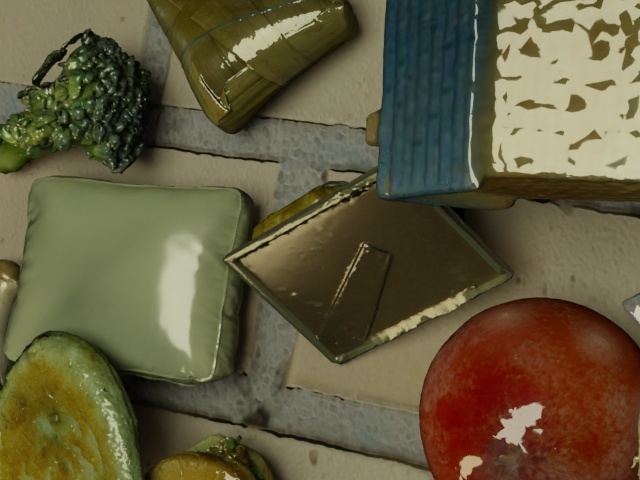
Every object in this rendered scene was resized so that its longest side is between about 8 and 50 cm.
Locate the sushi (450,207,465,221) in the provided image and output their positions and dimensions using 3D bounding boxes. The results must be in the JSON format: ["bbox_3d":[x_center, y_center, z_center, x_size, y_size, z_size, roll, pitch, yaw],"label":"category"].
[{"bbox_3d":[0.124,-0.037,1.882,0.083,0.085,0.056,-8,80,23],"label":"sushi"}]

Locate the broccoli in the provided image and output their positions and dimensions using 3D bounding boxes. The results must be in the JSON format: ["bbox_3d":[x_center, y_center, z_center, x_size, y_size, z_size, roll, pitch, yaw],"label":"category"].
[{"bbox_3d":[-0.342,-0.136,2.041,0.275,0.198,0.177,-27,105,24],"label":"broccoli"}]

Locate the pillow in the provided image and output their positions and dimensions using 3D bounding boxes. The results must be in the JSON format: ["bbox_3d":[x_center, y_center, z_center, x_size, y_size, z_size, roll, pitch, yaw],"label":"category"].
[{"bbox_3d":[-0.241,0.048,2.014,0.322,0.120,0.255,3,82,27],"label":"pillow"}]

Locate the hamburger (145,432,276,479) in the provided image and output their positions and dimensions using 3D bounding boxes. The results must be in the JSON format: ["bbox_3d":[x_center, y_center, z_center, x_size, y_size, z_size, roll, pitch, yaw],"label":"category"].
[{"bbox_3d":[-0.124,0.346,1.929,0.189,0.122,0.215,-29,77,26],"label":"hamburger"}]

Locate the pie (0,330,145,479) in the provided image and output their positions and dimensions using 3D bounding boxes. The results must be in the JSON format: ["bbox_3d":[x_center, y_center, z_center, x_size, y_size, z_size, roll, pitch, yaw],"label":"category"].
[{"bbox_3d":[-0.304,0.275,1.974,0.323,0.070,0.323,13,108,46],"label":"pie"}]

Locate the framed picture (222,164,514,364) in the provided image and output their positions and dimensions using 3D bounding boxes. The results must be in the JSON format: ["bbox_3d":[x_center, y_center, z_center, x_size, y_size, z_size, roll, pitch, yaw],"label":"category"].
[{"bbox_3d":[0.051,0.031,1.828,0.281,0.209,0.019,-28,28,36],"label":"framed picture"}]

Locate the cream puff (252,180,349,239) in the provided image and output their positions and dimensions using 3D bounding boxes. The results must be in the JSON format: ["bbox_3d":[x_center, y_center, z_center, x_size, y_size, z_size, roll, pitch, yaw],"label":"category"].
[{"bbox_3d":[0.000,0.000,1.914,0.146,0.146,0.116,-33,90,17],"label":"cream puff"}]

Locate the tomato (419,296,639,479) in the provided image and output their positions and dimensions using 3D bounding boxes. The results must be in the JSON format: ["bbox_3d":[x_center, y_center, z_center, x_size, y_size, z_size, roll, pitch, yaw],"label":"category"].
[{"bbox_3d":[0.228,0.195,1.723,0.265,0.265,0.265,-3,83,23],"label":"tomato"}]

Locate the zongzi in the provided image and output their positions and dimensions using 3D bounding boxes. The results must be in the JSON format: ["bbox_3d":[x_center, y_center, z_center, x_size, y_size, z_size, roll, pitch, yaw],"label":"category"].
[{"bbox_3d":[-0.092,-0.290,2.005,0.228,0.115,0.256,-37,60,12],"label":"zongzi"}]

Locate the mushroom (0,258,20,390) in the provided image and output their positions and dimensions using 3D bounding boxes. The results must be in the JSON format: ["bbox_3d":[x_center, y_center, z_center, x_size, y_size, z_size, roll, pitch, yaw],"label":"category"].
[{"bbox_3d":[-0.433,0.137,2.111,0.116,0.093,0.225,-13,58,54],"label":"mushroom"}]

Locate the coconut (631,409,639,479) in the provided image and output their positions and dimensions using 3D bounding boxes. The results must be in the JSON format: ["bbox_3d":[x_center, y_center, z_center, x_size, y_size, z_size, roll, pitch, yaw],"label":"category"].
[{"bbox_3d":[0.421,0.232,1.577,0.244,0.239,0.239,-39,70,23],"label":"coconut"}]

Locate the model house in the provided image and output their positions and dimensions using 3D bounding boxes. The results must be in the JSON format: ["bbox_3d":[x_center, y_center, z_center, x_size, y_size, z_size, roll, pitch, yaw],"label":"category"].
[{"bbox_3d":[0.238,-0.190,1.689,0.343,0.382,0.334,0,83,22],"label":"model house"}]

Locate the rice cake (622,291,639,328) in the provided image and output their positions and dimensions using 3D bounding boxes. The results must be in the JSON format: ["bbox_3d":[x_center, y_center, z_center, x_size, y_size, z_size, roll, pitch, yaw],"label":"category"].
[{"bbox_3d":[0.483,0.045,1.734,0.298,0.050,0.106,-30,72,18],"label":"rice cake"}]
